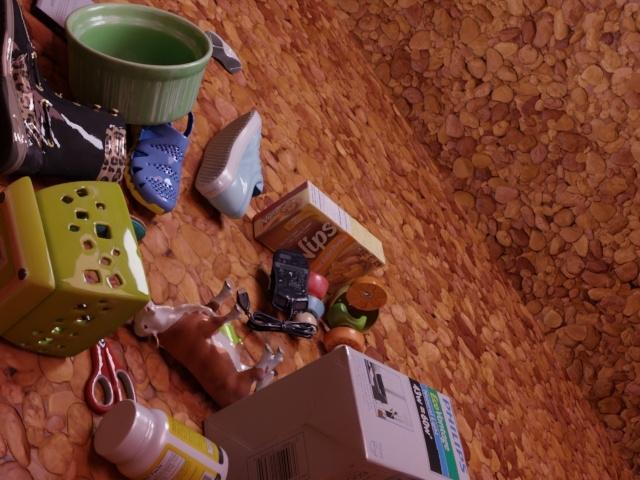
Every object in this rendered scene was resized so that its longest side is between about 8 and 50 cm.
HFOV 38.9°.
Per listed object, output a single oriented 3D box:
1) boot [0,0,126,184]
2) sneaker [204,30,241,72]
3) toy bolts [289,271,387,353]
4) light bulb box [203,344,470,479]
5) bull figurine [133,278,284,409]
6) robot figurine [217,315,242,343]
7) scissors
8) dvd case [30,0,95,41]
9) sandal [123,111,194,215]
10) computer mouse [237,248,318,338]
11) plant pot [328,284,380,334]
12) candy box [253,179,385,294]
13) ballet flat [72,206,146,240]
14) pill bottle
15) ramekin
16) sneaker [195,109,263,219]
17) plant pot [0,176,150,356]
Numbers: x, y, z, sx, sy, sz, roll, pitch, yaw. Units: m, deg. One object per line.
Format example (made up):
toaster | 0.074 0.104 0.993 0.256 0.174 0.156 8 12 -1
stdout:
boot | -0.517 -0.268 1.716 0.284 0.138 0.377 18 50 -53
sneaker | -0.284 -0.541 2.580 0.152 0.053 0.061 46 17 -38
toy bolts | 0.036 0.185 2.188 0.228 0.218 0.158 28 41 -18
light bulb box | 0.035 0.410 1.708 0.361 0.358 0.225 31 38 -43
bull figurine | -0.211 0.194 1.733 0.310 0.188 0.101 53 9 -26
robot figurine | -0.203 0.204 1.845 0.101 0.067 0.115 27 39 -64
scissors | -0.386 0.179 1.598 0.109 0.021 0.297 21 43 -50
dvd case | -0.542 -0.495 2.061 0.238 0.029 0.179 39 31 -35
sandal | -0.342 -0.194 1.965 0.126 0.138 0.317 37 34 -43
computer mouse | -0.110 0.123 2.103 0.184 0.060 0.262 10 45 -20
plant pot | 0.078 0.168 2.364 0.134 0.134 0.095 47 5 -23
candy box | 0.000 0.000 2.320 0.316 0.183 0.088 38 31 -38
ballet flat | -0.416 -0.043 1.736 0.067 0.073 0.206 53 17 25
pill bottle | -0.263 0.353 1.503 0.208 0.119 0.119 42 29 -33
ramekin | -0.389 -0.371 1.916 0.303 0.148 0.303 12 34 -8
sneaker | -0.202 -0.180 2.239 0.150 0.135 0.366 54 32 -27
plant pot | -0.434 0.040 1.428 0.207 0.228 0.227 11 53 -51
